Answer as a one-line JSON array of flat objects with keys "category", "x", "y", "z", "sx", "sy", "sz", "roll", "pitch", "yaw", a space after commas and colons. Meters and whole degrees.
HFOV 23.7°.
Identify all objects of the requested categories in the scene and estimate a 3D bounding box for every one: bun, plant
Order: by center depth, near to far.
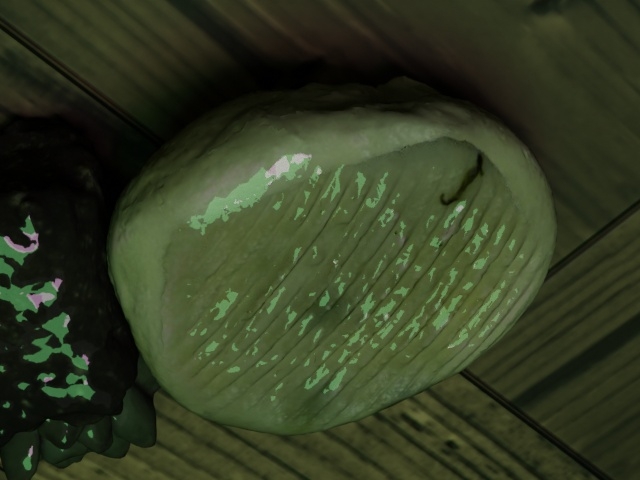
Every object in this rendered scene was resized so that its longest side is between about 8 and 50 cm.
[{"category": "bun", "x": 0.000, "y": 0.000, "z": 0.786, "sx": 0.237, "sy": 0.116, "sz": 0.210, "roll": 11, "pitch": 124, "yaw": -28}, {"category": "plant", "x": -0.157, "y": 0.042, "z": 0.802, "sx": 0.129, "sy": 0.132, "sz": 0.194, "roll": -6, "pitch": 122, "yaw": 6}]
